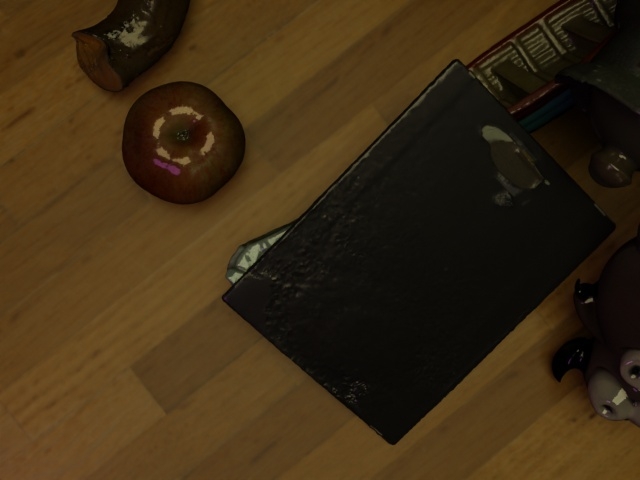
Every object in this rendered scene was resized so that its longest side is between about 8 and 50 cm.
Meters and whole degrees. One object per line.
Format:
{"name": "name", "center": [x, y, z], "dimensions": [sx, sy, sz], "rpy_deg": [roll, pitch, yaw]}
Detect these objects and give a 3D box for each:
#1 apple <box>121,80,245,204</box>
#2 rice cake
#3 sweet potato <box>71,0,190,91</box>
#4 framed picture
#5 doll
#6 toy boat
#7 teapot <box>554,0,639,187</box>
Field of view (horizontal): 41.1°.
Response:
{"name": "apple", "center": [-0.142, -0.099, 0.862], "dimensions": [0.126, 0.102, 0.125], "rpy_deg": [0, 85, -2]}
{"name": "rice cake", "center": [-0.001, 0.000, 0.880], "dimensions": [0.207, 0.069, 0.063], "rpy_deg": [-25, 85, -7]}
{"name": "sweet potato", "center": [-0.185, -0.293, 0.883], "dimensions": [0.112, 0.085, 0.285], "rpy_deg": [6, 85, 3]}
{"name": "framed picture", "center": [0.101, 0.022, 0.845], "dimensions": [0.244, 0.013, 0.324], "rpy_deg": [43, 96, -16]}
{"name": "doll", "center": [0.331, 0.087, 0.824], "dimensions": [0.182, 0.117, 0.257], "rpy_deg": [16, 123, 14]}
{"name": "toy boat", "center": [0.258, -0.196, 0.881], "dimensions": [0.392, 0.136, 0.079], "rpy_deg": [-34, 123, 1]}
{"name": "teapot", "center": [0.359, -0.136, 0.723], "dimensions": [0.305, 0.223, 0.285], "rpy_deg": [41, 98, 10]}
